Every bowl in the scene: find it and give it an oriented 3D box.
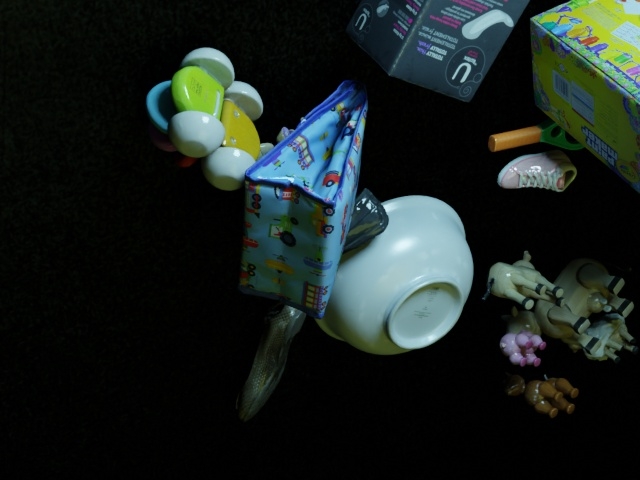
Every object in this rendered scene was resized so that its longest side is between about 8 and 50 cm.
[{"bbox_3d":[0.142,0.085,2.139,0.297,0.134,0.298,-18,132,-21],"label":"bowl"}]

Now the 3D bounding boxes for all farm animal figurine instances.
[{"bbox_3d":[0.408,0.129,2.336,0.326,0.172,0.330,-32,128,-24],"label":"farm animal figurine"}]

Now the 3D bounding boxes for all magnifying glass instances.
[{"bbox_3d":[0.380,-0.182,2.162,0.231,0.026,0.092,-15,131,-25],"label":"magnifying glass"}]

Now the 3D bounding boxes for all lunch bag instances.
[{"bbox_3d":[0.005,-0.075,1.859,0.293,0.138,0.221,-58,162,-45],"label":"lunch bag"}]

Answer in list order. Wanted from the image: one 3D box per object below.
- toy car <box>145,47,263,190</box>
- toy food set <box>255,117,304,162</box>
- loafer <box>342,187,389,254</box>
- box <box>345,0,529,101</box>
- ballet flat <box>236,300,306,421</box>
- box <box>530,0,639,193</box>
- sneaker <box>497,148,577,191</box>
[{"bbox_3d":[-0.165,-0.158,1.762,0.136,0.159,0.182,-13,144,26],"label":"toy car"},{"bbox_3d":[-0.058,-0.124,1.925,0.122,0.019,0.078,-38,135,-2],"label":"toy food set"},{"bbox_3d":[0.000,0.000,2.033,0.223,0.076,0.078,-33,99,3],"label":"loafer"},{"bbox_3d":[0.184,-0.355,1.811,0.165,0.143,0.270,14,115,-37],"label":"box"},{"bbox_3d":[-0.091,0.195,2.135,0.084,0.058,0.250,-40,157,-55],"label":"ballet flat"},{"bbox_3d":[0.521,-0.260,2.000,0.279,0.290,0.177,-25,134,-13],"label":"box"},{"bbox_3d":[0.367,-0.108,2.177,0.134,0.070,0.051,-18,134,-19],"label":"sneaker"}]
